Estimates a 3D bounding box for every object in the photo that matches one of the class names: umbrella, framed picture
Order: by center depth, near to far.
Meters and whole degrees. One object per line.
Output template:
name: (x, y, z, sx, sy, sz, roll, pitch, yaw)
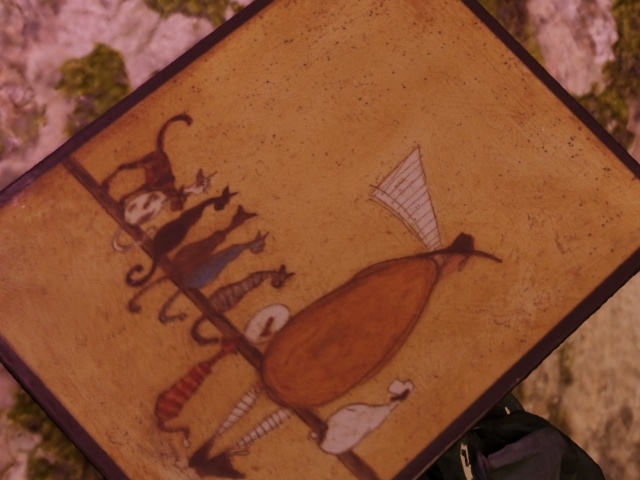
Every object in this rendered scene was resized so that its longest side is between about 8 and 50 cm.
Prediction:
framed picture: (0.000, 0.000, 0.855, 0.338, 0.014, 0.255, -40, 81, -21)
umbrella: (0.129, 0.174, 0.922, 0.094, 0.143, 0.349, -35, 100, -13)
